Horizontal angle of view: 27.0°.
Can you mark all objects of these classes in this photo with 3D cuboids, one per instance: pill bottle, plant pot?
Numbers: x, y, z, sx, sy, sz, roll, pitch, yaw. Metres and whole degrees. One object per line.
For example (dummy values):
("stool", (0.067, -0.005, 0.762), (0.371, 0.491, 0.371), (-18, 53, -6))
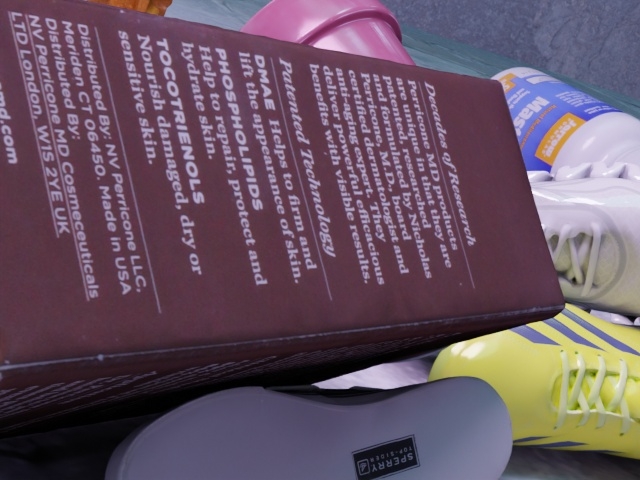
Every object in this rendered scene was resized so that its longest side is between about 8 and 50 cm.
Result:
("pill bottle", (0.302, -0.096, 1.579), (0.152, 0.152, 0.272), (10, 18, -36))
("plant pot", (0.023, -0.101, 1.181), (0.180, 0.201, 0.201), (47, 25, 24))

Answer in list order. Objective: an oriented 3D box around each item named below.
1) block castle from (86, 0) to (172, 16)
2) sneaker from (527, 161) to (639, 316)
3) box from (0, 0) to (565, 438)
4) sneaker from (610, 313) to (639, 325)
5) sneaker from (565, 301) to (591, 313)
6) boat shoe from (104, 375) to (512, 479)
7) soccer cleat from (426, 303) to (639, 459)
("block castle", (-0.223, -0.254, 1.131), (0.213, 0.303, 0.453), (16, 16, -8))
("sneaker", (0.129, -0.002, 0.880), (0.292, 0.110, 0.118), (15, 24, 19))
("box", (-0.068, 0.002, 0.588), (0.191, 0.143, 0.381), (-20, -13, 33))
("sneaker", (0.305, 0.087, 1.146), (0.061, 0.053, 0.152), (3, 15, -26))
("sneaker", (0.137, 0.018, 1.084), (0.215, 0.083, 0.084), (11, 19, -28))
("boat shoe", (-0.009, 0.105, 0.615), (0.219, 0.077, 0.070), (0, -8, -39))
("soccer cleat", (0.179, 0.095, 0.833), (0.289, 0.093, 0.121), (7, 13, -46))
